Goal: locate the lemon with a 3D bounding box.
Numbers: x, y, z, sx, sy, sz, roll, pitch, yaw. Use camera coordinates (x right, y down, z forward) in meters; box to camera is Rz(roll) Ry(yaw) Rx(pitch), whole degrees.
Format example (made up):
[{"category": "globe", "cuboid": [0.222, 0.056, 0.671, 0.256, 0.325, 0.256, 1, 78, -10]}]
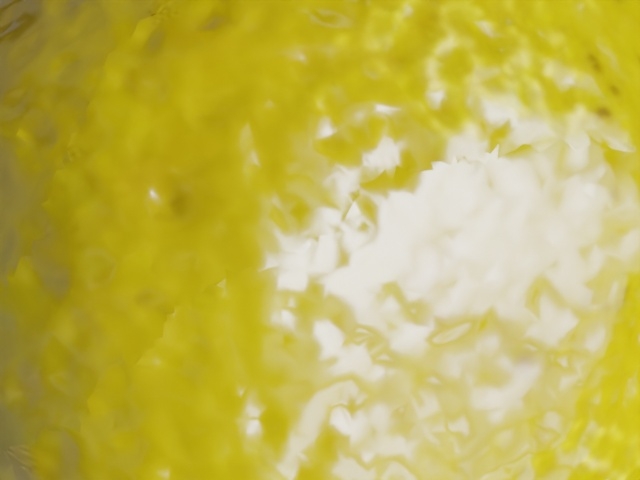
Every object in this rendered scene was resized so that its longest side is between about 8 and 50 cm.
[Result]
[{"category": "lemon", "cuboid": [-0.008, 0.003, 0.453, 0.253, 0.228, 0.228, -21, 109, -16]}]
